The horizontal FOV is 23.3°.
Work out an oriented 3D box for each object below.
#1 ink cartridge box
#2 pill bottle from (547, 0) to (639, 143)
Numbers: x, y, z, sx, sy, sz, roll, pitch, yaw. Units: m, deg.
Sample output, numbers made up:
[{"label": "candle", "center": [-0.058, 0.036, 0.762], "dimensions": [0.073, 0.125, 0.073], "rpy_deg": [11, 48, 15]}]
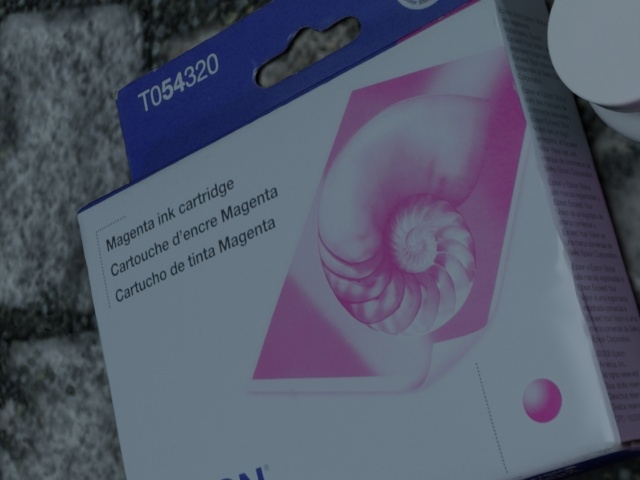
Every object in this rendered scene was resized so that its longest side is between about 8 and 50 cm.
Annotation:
[{"label": "ink cartridge box", "center": [0.000, 0.000, 0.868], "dimensions": [0.324, 0.071, 0.330], "rpy_deg": [-25, 72, 35]}, {"label": "pill bottle", "center": [0.168, -0.079, 0.680], "dimensions": [0.087, 0.160, 0.087], "rpy_deg": [-5, 82, 39]}]
